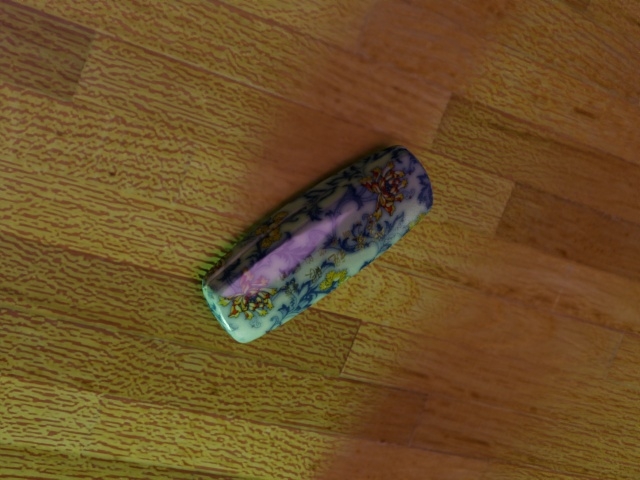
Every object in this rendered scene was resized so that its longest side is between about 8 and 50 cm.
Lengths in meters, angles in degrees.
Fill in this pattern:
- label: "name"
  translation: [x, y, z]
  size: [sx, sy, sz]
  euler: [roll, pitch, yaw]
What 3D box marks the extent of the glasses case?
- label: "glasses case"
  translation: [0.000, 0.000, 1.192]
  size: [0.248, 0.065, 0.087]
  euler: [-36, 121, -13]
